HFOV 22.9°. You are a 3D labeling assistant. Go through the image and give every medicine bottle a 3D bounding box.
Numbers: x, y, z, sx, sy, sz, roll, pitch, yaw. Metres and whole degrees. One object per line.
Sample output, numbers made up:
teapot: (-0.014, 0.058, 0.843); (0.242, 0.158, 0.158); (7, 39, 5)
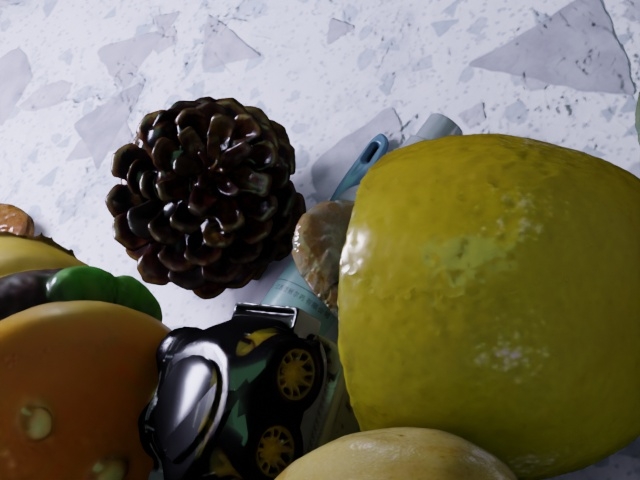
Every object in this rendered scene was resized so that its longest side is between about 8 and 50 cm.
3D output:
medicine bottle: (0.047, 0.003, 1.791); (0.110, 0.110, 0.352); (23, 71, 41)

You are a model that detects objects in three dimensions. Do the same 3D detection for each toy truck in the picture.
toy truck: (-0.070, 0.274, 1.569); (0.180, 0.254, 0.405); (1, 70, 45)

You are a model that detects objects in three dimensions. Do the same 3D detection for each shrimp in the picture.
shrimp: (0.062, 0.049, 1.711); (0.126, 0.223, 0.047); (-41, 3, -25)

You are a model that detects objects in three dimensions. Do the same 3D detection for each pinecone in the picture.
pinecone: (-0.136, -0.059, 1.840); (0.246, 0.292, 0.246); (1, 81, -4)

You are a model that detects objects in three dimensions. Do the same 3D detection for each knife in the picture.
knife: (0.000, 0.000, 1.894); (0.044, 0.019, 0.313); (23, 73, 39)

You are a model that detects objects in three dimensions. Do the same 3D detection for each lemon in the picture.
lemon: (0.200, 0.064, 1.502); (0.364, 0.364, 0.364); (-17, 50, 21)

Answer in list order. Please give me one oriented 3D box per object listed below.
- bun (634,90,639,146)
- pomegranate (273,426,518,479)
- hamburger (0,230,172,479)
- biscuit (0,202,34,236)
bun: (0.432, -0.126, 1.652); (0.221, 0.108, 0.221); (-11, 52, 15)
pomegranate: (0.065, 0.327, 1.354); (0.332, 0.332, 0.333); (-17, 50, 21)
hamburger: (-0.313, 0.194, 1.672); (0.396, 0.396, 0.277); (-47, 42, -8)
biscuit: (-0.456, 0.064, 2.108); (0.262, 0.052, 0.277); (-6, 53, 23)
